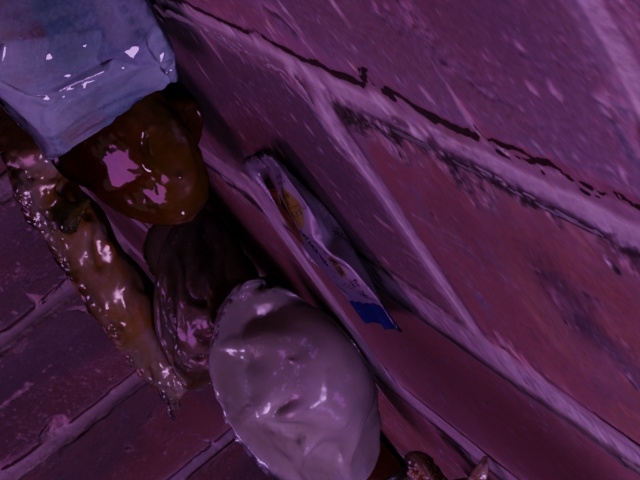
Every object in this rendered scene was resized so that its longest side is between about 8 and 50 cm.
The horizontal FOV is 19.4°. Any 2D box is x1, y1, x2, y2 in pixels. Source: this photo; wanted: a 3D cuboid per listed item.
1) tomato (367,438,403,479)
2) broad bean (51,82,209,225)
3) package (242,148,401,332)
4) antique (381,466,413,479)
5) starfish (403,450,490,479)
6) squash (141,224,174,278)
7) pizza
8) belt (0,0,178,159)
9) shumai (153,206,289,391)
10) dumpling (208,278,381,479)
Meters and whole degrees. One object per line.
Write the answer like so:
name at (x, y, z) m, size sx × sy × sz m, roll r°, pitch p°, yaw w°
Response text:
tomato at (0.014, 0.245, 2.263) m, size 0.237 × 0.095 × 0.237 m, roll 49°, pitch 171°, yaw 10°
broad bean at (-0.174, -0.106, 1.641) m, size 0.228 × 0.122 × 0.156 m, roll 40°, pitch 142°, yaw 30°
package at (0.000, 0.000, 1.469) m, size 0.173 × 0.027 × 0.171 m, roll 55°, pitch 172°, yaw -4°
antique at (0.130, 0.377, 2.108) m, size 0.125 × 0.150 × 0.284 m, roll 43°, pitch 161°, yaw 49°
starfish at (0.149, 0.258, 1.682) m, size 0.238 × 0.071 × 0.216 m, roll 33°, pitch 167°, yaw 47°
squash at (-0.162, 0.018, 2.317) m, size 0.094 × 0.094 × 0.224 m, roll 51°, pitch 179°, yaw 3°
pizza at (-0.271, -0.044, 1.993) m, size 0.435 × 0.080 × 0.392 m, roll 57°, pitch 176°, yaw 23°
belt at (-0.223, -0.184, 1.441) m, size 0.257 × 0.150 × 0.207 m, roll 45°, pitch 164°, yaw 45°
shumai at (-0.095, 0.060, 1.986) m, size 0.120 × 0.201 × 0.201 m, roll -1°, pitch 144°, yaw 23°
dumpling at (-0.022, 0.156, 1.825) m, size 0.142 × 0.172 × 0.247 m, roll -13°, pitch 126°, yaw 47°
